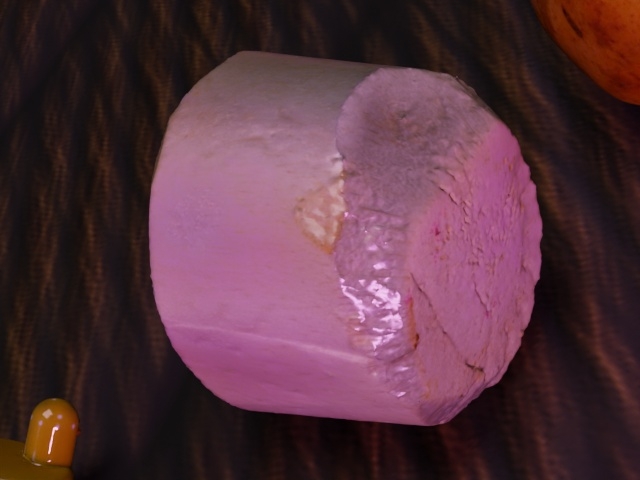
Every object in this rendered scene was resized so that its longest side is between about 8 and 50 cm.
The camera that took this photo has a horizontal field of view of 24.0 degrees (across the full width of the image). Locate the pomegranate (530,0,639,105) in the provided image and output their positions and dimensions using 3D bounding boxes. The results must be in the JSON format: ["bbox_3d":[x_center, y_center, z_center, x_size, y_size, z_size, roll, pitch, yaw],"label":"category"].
[{"bbox_3d":[0.262,-0.224,1.054,0.264,0.264,0.264,-19,35,14],"label":"pomegranate"}]

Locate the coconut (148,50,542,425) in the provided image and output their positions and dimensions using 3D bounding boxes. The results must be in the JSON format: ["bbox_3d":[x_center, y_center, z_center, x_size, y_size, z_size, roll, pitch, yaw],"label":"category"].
[{"bbox_3d":[0.000,0.000,0.978,0.244,0.239,0.239,7,48,34],"label":"coconut"}]

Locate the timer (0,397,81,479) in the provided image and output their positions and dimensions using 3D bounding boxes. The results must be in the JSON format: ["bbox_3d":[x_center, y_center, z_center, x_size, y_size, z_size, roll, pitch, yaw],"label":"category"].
[{"bbox_3d":[-0.218,0.160,1.029,0.107,0.107,0.109,21,102,49],"label":"timer"}]
